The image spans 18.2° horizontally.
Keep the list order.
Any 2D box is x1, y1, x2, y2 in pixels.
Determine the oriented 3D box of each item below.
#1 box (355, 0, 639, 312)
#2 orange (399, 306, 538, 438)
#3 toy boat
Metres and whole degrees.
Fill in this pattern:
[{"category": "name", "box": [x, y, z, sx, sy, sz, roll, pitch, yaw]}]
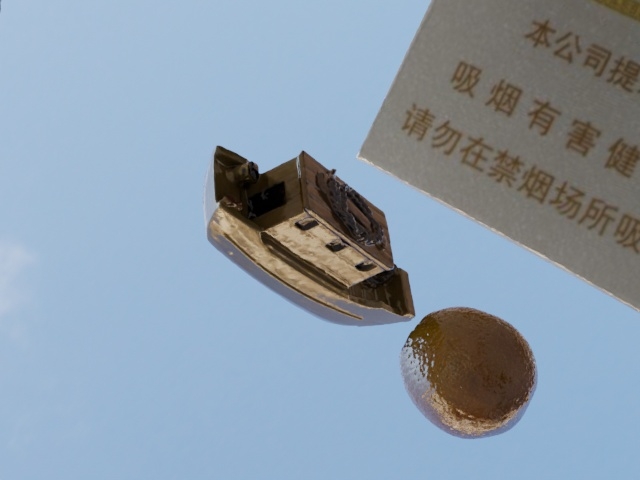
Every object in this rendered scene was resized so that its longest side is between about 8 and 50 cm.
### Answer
[{"category": "box", "box": [0.083, -0.073, 0.451, 0.090, 0.024, 0.167, 29, -81, 25]}, {"category": "orange", "box": [0.088, 0.078, 1.191, 0.085, 0.085, 0.085, 8, -115, -18]}, {"category": "toy boat", "box": [0.000, 0.000, 1.237, 0.200, 0.077, 0.057, 37, -144, -47]}]
